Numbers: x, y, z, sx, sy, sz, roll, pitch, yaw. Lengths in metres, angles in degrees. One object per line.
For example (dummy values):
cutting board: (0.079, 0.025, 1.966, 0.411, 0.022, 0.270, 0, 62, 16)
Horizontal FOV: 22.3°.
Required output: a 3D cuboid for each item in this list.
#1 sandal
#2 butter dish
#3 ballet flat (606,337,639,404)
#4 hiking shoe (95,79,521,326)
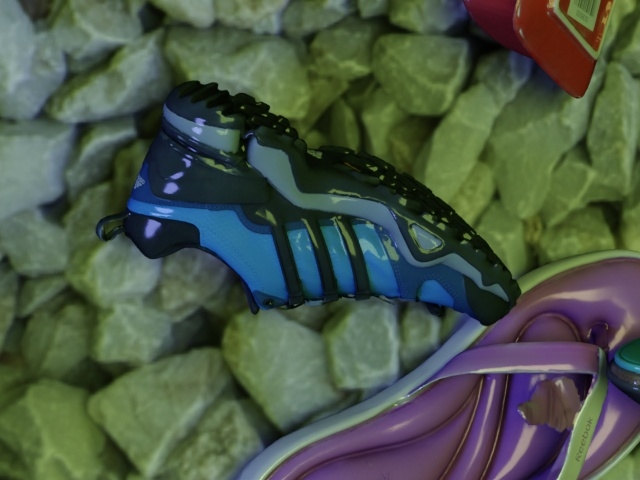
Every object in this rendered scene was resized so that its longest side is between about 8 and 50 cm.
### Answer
sandal: (0.128, 0.149, 1.199, 0.416, 0.102, 0.169, -31, 101, -19)
butter dish: (0.153, -0.207, 1.214, 0.160, 0.118, 0.160, 30, 75, -59)
ballet flat: (0.322, 0.105, 1.245, 0.280, 0.095, 0.096, -15, 114, -39)
hiking shoe: (0.000, 0.000, 1.171, 0.304, 0.113, 0.132, 27, 105, -18)
